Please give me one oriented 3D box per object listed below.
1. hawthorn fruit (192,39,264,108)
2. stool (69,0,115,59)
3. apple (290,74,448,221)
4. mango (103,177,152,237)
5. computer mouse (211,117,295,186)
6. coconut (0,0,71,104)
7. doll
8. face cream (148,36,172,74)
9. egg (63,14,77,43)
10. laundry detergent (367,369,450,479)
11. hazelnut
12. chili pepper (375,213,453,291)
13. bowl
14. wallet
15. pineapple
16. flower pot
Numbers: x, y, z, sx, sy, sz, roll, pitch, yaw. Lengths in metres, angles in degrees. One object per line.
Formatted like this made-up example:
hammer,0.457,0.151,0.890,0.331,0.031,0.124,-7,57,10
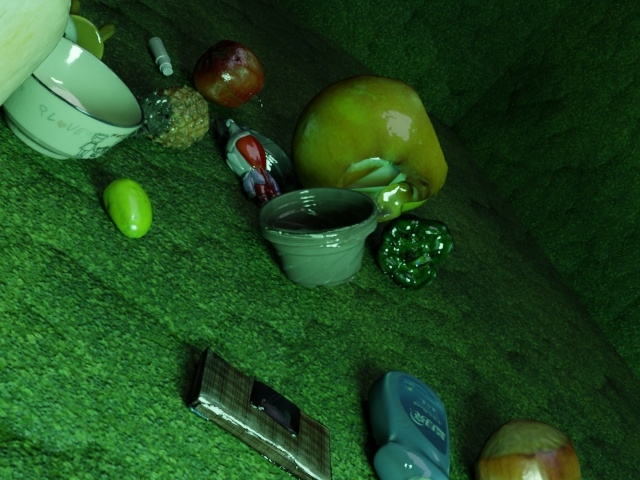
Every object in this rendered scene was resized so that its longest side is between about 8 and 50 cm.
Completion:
hawthorn fruit,-0.203,-0.380,2.103,0.194,0.157,0.157,39,18,-35
stool,-0.459,-0.381,1.666,0.110,0.135,0.134,-101,-176,-64
apple,0.124,-0.186,2.025,0.384,0.374,0.374,30,23,-26
mango,-0.297,-0.049,1.381,0.073,0.056,0.108,19,43,-42
computer mouse,-0.142,-0.206,1.975,0.231,0.071,0.126,41,19,-4
coconut,-0.501,-0.296,1.048,0.344,0.415,0.415,45,19,-10
doll,-0.148,-0.165,1.869,0.102,0.075,0.227,-4,59,-52
face cream,-0.365,-0.420,2.037,0.034,0.034,0.130,25,26,-42
egg,-0.501,-0.359,1.533,0.164,0.131,0.131,23,16,14
laundry detergent,0.146,0.330,1.394,0.143,0.094,0.290,41,19,-18
hazelnut,0.365,0.413,1.541,0.214,0.176,0.214,30,51,-46
chili pepper,0.212,0.020,2.041,0.165,0.174,0.261,42,13,8
bowl,-0.409,-0.215,1.393,0.238,0.126,0.237,37,21,-17
wallet,-0.077,0.245,1.218,0.230,0.042,0.124,35,24,-17
pineapple,-0.310,-0.226,1.630,0.128,0.128,0.248,48,24,14
flower pot,0.000,0.000,1.655,0.235,0.236,0.140,-84,168,-66
